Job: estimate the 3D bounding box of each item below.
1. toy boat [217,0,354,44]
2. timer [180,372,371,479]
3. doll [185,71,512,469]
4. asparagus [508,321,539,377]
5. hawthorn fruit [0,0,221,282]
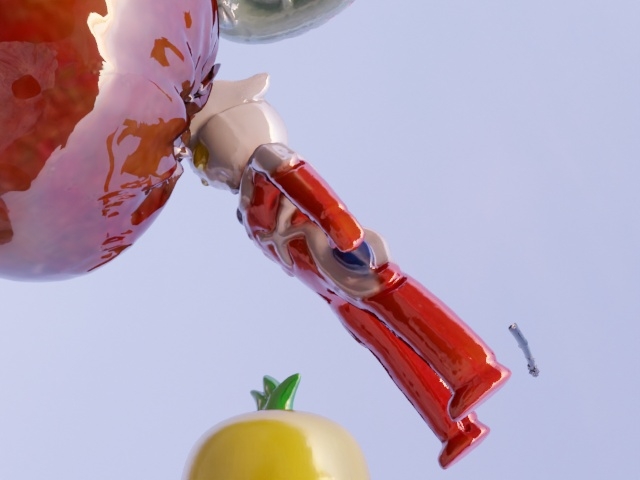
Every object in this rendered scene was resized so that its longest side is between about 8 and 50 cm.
[{"bbox_3d":[-0.046,-0.285,0.934,0.207,0.134,0.079,-16,-145,23],"label":"toy boat"},{"bbox_3d":[-0.061,0.303,1.146,0.285,0.285,0.285,-10,-109,31],"label":"timer"},{"bbox_3d":[0.000,0.000,0.673,0.099,0.188,0.384,-32,-119,-13],"label":"doll"},{"bbox_3d":[0.227,0.123,0.938,0.016,0.166,0.013,7,-114,28],"label":"asparagus"},{"bbox_3d":[-0.225,-0.129,0.586,0.324,0.308,0.308,17,-94,16],"label":"hawthorn fruit"}]
